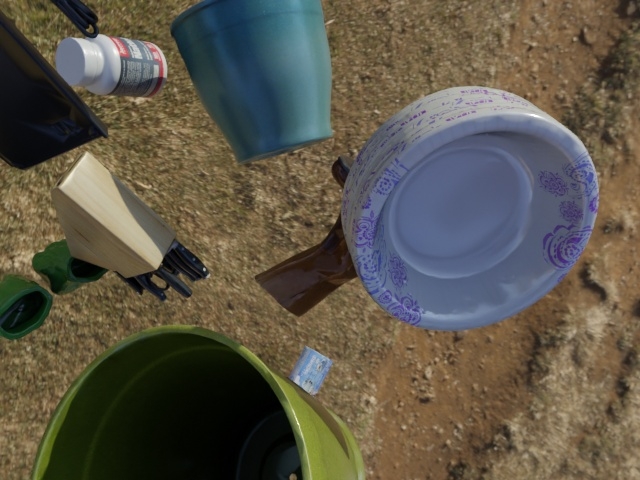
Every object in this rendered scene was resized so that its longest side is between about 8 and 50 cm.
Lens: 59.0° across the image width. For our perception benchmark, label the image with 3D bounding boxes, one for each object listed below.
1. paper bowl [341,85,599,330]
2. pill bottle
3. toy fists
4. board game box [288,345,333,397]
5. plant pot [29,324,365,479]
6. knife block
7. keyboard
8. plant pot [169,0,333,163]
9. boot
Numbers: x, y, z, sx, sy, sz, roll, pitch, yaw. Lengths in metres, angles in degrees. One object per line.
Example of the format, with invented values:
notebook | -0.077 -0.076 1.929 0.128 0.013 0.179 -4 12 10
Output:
paper bowl | 0.165 -0.042 0.682 0.284 0.148 0.284 -4 122 -6
pill bottle | -0.386 -0.323 1.049 0.180 0.108 0.108 -19 112 -58
toy fists | -0.519 0.082 1.061 0.279 0.142 0.096 -47 131 -36
board game box | -0.023 0.263 1.113 0.090 0.020 0.090 41 74 -49
plant pot | -0.106 0.325 0.742 0.366 0.366 0.353 -59 150 -4
knife block | -0.313 -0.003 0.983 0.242 0.276 0.088 17 53 1
keyboard | -0.291 -0.197 0.459 0.201 0.033 0.317 -17 137 17
plant pot | -0.098 -0.279 1.006 0.271 0.271 0.255 -18 97 -21
boot | 0.000 0.000 1.045 0.280 0.096 0.264 -29 135 11
